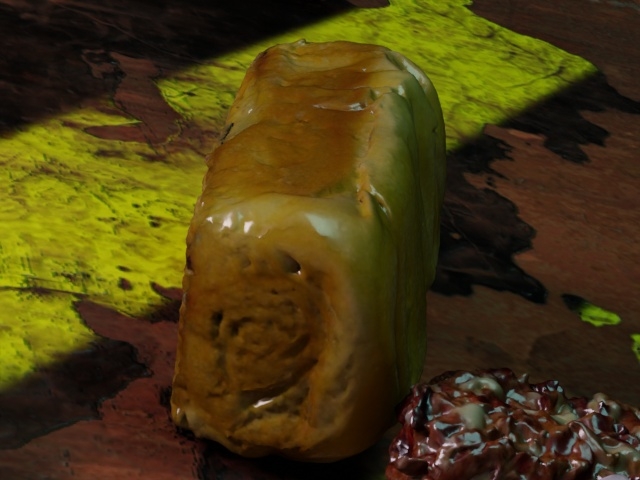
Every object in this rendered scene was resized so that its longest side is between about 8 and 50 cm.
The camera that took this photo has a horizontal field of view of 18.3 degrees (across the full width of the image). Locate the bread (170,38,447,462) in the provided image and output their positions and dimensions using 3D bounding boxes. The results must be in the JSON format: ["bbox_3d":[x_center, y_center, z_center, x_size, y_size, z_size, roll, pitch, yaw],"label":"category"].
[{"bbox_3d":[0.000,0.000,1.148,0.132,0.167,0.294,1,26,11],"label":"bread"}]

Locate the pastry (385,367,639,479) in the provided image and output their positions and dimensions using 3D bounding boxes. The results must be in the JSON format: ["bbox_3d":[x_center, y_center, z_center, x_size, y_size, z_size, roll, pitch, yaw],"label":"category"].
[{"bbox_3d":[0.133,0.136,1.038,0.208,0.115,0.097,18,20,-9],"label":"pastry"}]

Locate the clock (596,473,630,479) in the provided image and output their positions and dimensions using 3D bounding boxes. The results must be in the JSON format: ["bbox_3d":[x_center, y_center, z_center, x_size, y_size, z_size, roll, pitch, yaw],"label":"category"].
[{"bbox_3d":[0.171,0.225,0.840,0.275,0.080,0.290,32,49,23],"label":"clock"}]
